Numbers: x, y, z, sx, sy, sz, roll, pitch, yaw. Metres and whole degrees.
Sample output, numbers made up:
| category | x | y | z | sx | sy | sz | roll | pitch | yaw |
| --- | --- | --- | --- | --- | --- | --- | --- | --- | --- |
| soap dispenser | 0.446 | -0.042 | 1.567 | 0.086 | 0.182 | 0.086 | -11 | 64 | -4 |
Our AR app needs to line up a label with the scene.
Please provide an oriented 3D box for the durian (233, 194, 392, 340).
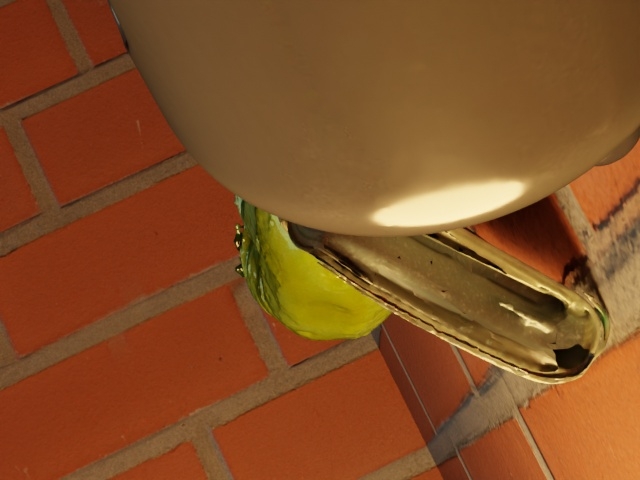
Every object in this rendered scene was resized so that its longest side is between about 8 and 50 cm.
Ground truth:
| category | x | y | z | sx | sy | sz | roll | pitch | yaw |
| --- | --- | --- | --- | --- | --- | --- | --- | --- | --- |
| durian | 0.000 | 0.000 | 1.418 | 0.256 | 0.204 | 0.340 | 54 | 176 | -15 |

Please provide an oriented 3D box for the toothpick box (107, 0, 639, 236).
| category | x | y | z | sx | sy | sz | roll | pitch | yaw |
| --- | --- | --- | --- | --- | --- | --- | --- | --- | --- |
| toothpick box | 0.024 | -0.136 | 0.384 | 0.229 | 0.229 | 0.316 | 61 | 176 | 43 |

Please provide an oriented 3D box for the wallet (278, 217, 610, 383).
| category | x | y | z | sx | sy | sz | roll | pitch | yaw |
| --- | --- | --- | --- | --- | --- | --- | --- | --- | --- |
| wallet | 0.064 | -0.001 | 0.907 | 0.223 | 0.077 | 0.309 | 25 | -174 | -13 |
